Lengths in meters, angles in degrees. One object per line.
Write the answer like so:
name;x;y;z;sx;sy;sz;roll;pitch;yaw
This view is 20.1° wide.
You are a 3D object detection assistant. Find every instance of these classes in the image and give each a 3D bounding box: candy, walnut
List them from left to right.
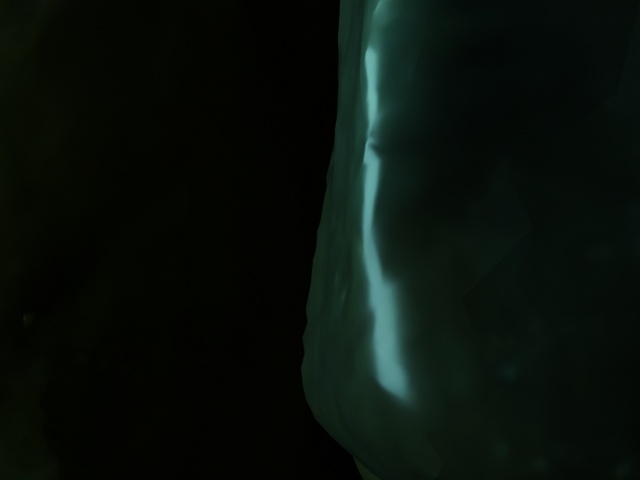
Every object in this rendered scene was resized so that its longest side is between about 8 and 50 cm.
walnut;-0.084;0.032;0.687;0.354;0.308;0.397;-66;-16;-61
candy;0.055;-0.046;0.452;0.104;0.102;0.234;123;154;-76

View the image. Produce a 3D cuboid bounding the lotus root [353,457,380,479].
lotus root;0.047;0.067;0.551;0.063;0.072;0.152;-54;-26;-14
